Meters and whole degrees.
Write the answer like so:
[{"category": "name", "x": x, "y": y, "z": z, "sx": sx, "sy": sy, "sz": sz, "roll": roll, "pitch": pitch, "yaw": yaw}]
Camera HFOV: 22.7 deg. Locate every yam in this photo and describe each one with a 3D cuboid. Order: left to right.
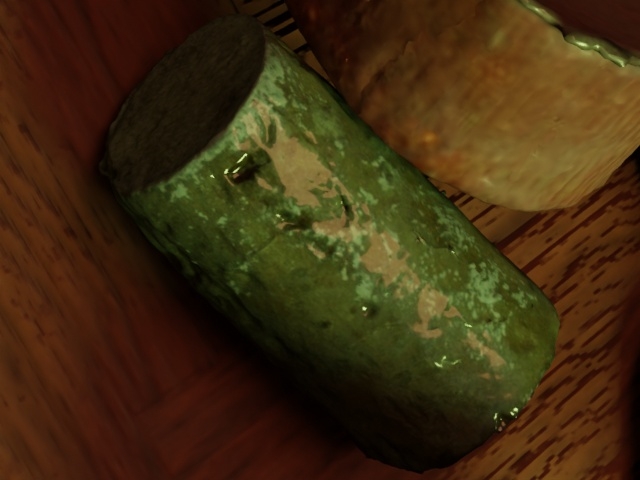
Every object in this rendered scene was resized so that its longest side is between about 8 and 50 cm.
[{"category": "yam", "x": 0.000, "y": 0.000, "z": 0.669, "sx": 0.194, "sy": 0.107, "sz": 0.107, "roll": 45, "pitch": 58, "yaw": -15}]

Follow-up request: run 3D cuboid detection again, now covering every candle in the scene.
[{"category": "candle", "x": 0.070, "y": -0.158, "z": 0.723, "sx": 0.287, "sy": 0.131, "sz": 0.317, "roll": 43, "pitch": 37, "yaw": 0}]
